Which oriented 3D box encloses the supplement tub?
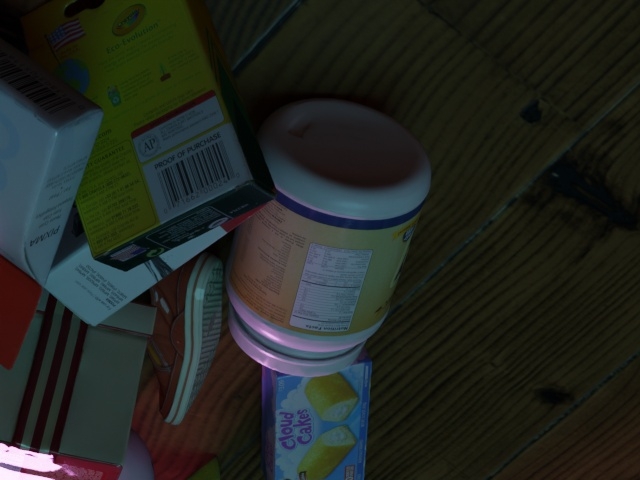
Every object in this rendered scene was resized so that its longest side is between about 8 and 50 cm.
[{"bbox_3d":[0.000,0.000,1.663,0.228,0.228,0.316,0,130,-20],"label":"supplement tub"}]

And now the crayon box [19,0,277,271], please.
[{"bbox_3d":[-0.196,-0.151,1.419,0.202,0.318,0.081,-25,161,14],"label":"crayon box"}]

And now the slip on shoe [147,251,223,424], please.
[{"bbox_3d":[-0.204,0.135,1.802,0.101,0.123,0.331,17,135,8],"label":"slip on shoe"}]

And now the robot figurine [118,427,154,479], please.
[{"bbox_3d":[-0.378,0.377,1.897,0.278,0.173,0.209,-37,164,13],"label":"robot figurine"}]

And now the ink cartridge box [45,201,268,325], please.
[{"bbox_3d":[-0.222,-0.055,1.552,0.273,0.197,0.114,-36,132,11],"label":"ink cartridge box"}]

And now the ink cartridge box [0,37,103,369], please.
[{"bbox_3d":[-0.431,-0.062,1.411,0.091,0.308,0.385,-36,157,-56],"label":"ink cartridge box"}]

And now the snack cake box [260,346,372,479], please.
[{"bbox_3d":[-0.010,0.272,1.982,0.152,0.089,0.264,-9,127,-14],"label":"snack cake box"}]

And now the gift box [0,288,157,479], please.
[{"bbox_3d":[-0.366,0.197,1.652,0.255,0.258,0.276,17,147,-14],"label":"gift box"}]

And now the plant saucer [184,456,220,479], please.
[{"bbox_3d":[-0.237,0.453,2.022,0.188,0.045,0.188,-57,167,28],"label":"plant saucer"}]
